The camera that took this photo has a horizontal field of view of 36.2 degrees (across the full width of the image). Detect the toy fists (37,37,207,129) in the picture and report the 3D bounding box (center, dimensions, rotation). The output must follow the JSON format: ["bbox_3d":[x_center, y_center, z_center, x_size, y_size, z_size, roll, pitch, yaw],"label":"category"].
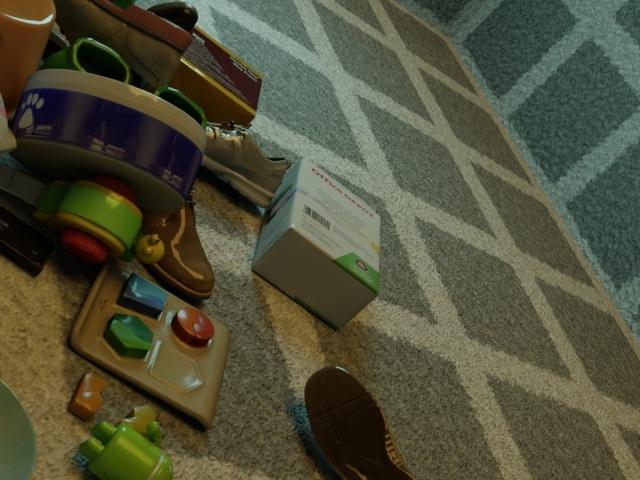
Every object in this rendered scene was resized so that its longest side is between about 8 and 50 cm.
[{"bbox_3d":[-0.330,-0.214,1.604,0.279,0.142,0.096,29,58,-29],"label":"toy fists"}]

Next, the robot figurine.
[{"bbox_3d":[-0.219,0.257,1.126,0.115,0.067,0.101,40,53,-10],"label":"robot figurine"}]

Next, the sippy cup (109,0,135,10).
[{"bbox_3d":[-0.440,-0.552,1.880,0.224,0.305,0.240,26,64,-14],"label":"sippy cup"}]

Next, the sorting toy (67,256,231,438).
[{"bbox_3d":[-0.223,0.154,1.309,0.229,0.041,0.307,37,26,-17],"label":"sorting toy"}]

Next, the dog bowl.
[{"bbox_3d":[-0.300,-0.135,1.381,0.265,0.265,0.104,26,74,-35],"label":"dog bowl"}]

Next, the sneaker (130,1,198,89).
[{"bbox_3d":[-0.310,-0.331,1.729,0.087,0.228,0.130,42,32,-55],"label":"sneaker"}]

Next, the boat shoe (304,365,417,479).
[{"bbox_3d":[0.072,0.325,1.443,0.302,0.109,0.098,54,-13,21],"label":"boat shoe"}]

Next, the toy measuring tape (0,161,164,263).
[{"bbox_3d":[-0.355,-0.060,1.318,0.330,0.121,0.121,30,28,-14],"label":"toy measuring tape"}]

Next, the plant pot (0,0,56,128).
[{"bbox_3d":[-0.510,-0.298,1.380,0.291,0.203,0.290,36,26,-20],"label":"plant pot"}]

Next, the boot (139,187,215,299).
[{"bbox_3d":[-0.236,-0.048,1.517,0.112,0.115,0.305,6,46,-57],"label":"boot"}]

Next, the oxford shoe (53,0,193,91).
[{"bbox_3d":[-0.394,-0.355,1.635,0.348,0.130,0.123,24,3,9],"label":"oxford shoe"}]

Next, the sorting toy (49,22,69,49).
[{"bbox_3d":[-0.522,-0.429,1.770,0.193,0.038,0.208,36,22,-18],"label":"sorting toy"}]

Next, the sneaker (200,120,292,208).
[{"bbox_3d":[-0.176,-0.180,1.781,0.281,0.115,0.105,36,2,-29],"label":"sneaker"}]

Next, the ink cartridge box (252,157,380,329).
[{"bbox_3d":[0.000,0.000,1.794,0.201,0.117,0.278,37,26,-16],"label":"ink cartridge box"}]

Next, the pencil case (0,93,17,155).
[{"bbox_3d":[-0.462,-0.225,1.214,0.124,0.114,0.273,-38,124,-53],"label":"pencil case"}]

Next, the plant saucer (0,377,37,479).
[{"bbox_3d":[-0.386,0.198,1.000,0.195,0.037,0.195,34,27,-20],"label":"plant saucer"}]

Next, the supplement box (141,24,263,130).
[{"bbox_3d":[-0.229,-0.290,1.880,0.191,0.129,0.194,35,27,-19],"label":"supplement box"}]

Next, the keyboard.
[{"bbox_3d":[-0.436,-0.018,1.277,0.180,0.023,0.108,36,20,-15],"label":"keyboard"}]
